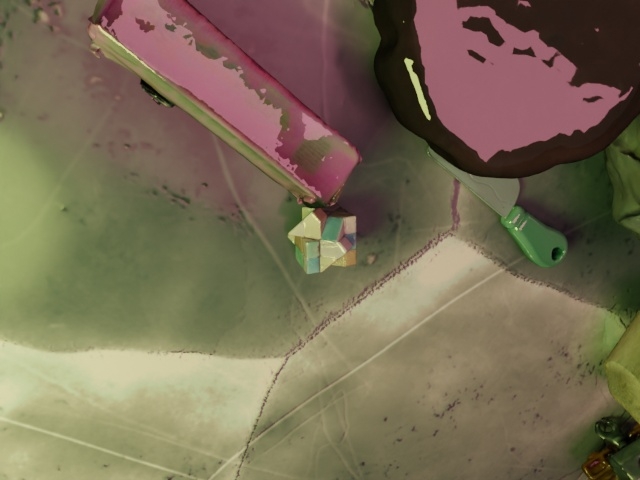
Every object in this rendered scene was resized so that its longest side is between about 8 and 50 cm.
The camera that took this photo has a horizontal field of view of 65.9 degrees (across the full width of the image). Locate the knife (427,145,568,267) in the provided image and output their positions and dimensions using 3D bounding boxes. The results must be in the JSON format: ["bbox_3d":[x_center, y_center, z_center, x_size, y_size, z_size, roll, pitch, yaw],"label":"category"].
[{"bbox_3d":[0.238,-0.054,0.638,0.260,0.034,0.063,39,93,-22],"label":"knife"}]

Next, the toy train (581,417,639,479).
[{"bbox_3d":[0.582,0.456,0.785,0.163,0.369,0.231,-35,143,2],"label":"toy train"}]

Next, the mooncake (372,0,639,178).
[{"bbox_3d":[0.191,-0.208,0.501,0.283,0.141,0.283,-2,106,-6],"label":"mooncake"}]

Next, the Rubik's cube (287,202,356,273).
[{"bbox_3d":[-0.001,-0.002,0.564,0.073,0.084,0.075,-8,97,-17],"label":"Rubik's cube"}]

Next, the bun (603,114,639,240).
[{"bbox_3d":[0.462,-0.085,0.518,0.211,0.362,0.361,-13,114,-13],"label":"bun"}]

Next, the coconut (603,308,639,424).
[{"bbox_3d":[0.565,0.178,0.711,0.239,0.239,0.244,18,106,-21],"label":"coconut"}]

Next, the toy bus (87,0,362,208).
[{"bbox_3d":[-0.081,-0.132,0.476,0.274,0.112,0.090,35,91,-24],"label":"toy bus"}]
